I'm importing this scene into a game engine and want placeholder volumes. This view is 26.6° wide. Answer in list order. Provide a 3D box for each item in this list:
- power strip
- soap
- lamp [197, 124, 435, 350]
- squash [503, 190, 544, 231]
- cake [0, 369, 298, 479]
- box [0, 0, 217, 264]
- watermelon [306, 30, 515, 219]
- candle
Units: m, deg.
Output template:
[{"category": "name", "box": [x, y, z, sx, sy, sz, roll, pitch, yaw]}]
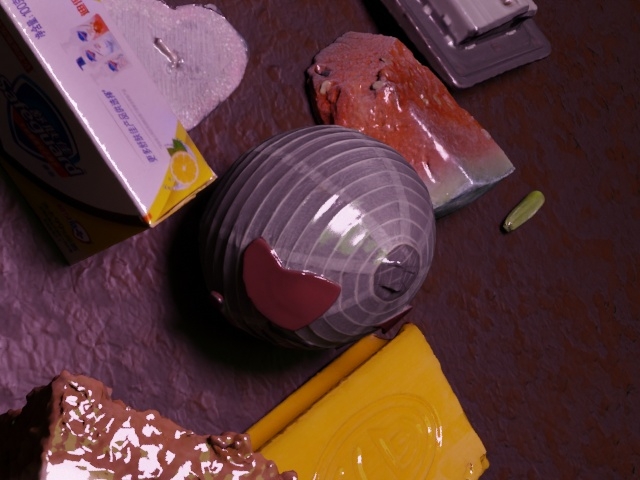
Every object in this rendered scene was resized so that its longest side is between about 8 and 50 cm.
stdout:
[{"category": "power strip", "box": [0.177, -0.325, 1.707, 0.251, 0.092, 0.257, -28, 81, -42]}, {"category": "soap", "box": [0.031, 0.245, 1.409, 0.324, 0.096, 0.204, -37, 100, -42]}, {"category": "lamp", "box": [0.000, 0.000, 1.377, 0.265, 0.233, 0.233, 0, 75, -43]}, {"category": "squash", "box": [0.261, -0.036, 1.752, 0.089, 0.027, 0.027, -38, 101, -36]}, {"category": "cake", "box": [-0.183, 0.298, 1.094, 0.256, 0.282, 0.290, 27, 60, -22]}, {"category": "box", "box": [-0.237, -0.123, 1.262, 0.097, 0.168, 0.265, -41, 105, -38]}, {"category": "watermelon", "box": [0.086, -0.141, 1.593, 0.193, 0.140, 0.256, -23, 83, -51]}, {"category": "candle", "box": [-0.165, -0.174, 1.405, 0.192, 0.068, 0.168, 13, 64, -35]}]
